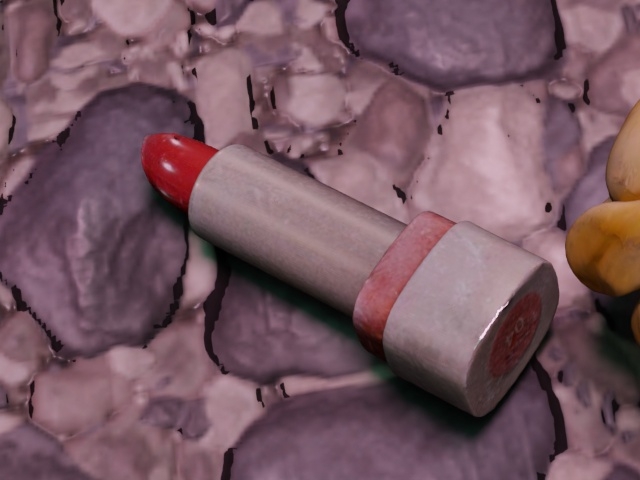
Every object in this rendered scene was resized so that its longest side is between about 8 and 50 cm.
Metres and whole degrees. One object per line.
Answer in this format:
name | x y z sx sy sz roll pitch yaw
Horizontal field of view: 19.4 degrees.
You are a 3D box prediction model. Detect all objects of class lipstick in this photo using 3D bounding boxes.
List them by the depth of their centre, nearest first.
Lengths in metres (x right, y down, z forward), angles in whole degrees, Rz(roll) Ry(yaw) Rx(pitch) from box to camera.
lipstick | 0.000 0.000 0.748 0.186 0.057 0.063 28 69 28

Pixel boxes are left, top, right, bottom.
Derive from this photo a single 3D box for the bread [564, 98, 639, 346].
bread | 0.242 0.033 0.647 0.311 0.121 0.173 37 75 25
